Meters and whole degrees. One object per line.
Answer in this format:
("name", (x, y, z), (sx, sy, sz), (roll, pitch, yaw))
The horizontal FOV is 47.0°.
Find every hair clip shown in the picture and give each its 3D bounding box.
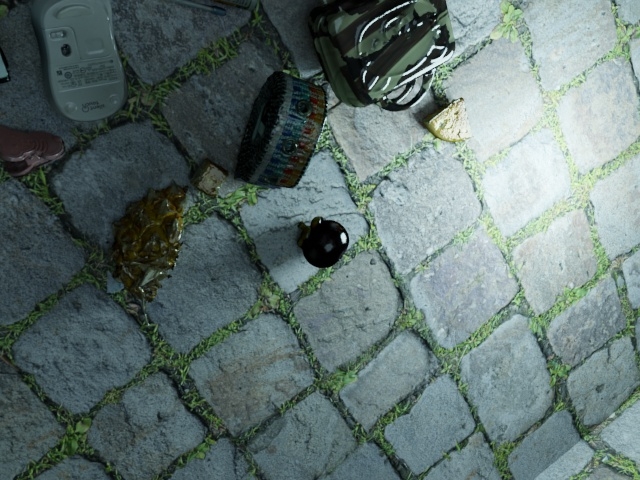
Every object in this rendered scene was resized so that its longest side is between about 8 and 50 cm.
("hair clip", (-0.644, -0.209, 1.623), (0.138, 0.123, 0.102), (-25, 145, -10))

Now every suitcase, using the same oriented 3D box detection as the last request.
("suitcase", (0.159, -0.490, 1.848), (0.351, 0.194, 0.339), (-31, 125, -11))

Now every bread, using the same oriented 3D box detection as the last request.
("bread", (-0.276, -0.156, 1.832), (0.070, 0.076, 0.083), (34, 92, -19))

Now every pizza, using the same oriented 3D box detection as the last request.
("pizza", (0.367, -0.343, 2.080), (0.178, 0.041, 0.131), (-1, 111, -24))

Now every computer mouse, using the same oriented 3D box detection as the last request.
("computer mouse", (-0.527, -0.410, 1.598), (0.184, 0.121, 0.297), (-21, 129, -19))

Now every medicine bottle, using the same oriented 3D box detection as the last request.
("medicine bottle", (-0.259, -0.572, 1.700), (0.220, 0.061, 0.092), (7, 124, -26))

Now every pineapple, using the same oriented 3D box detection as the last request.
("pineapple", (-0.425, 0.016, 1.773), (0.161, 0.158, 0.335), (20, 99, -29))

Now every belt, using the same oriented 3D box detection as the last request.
("belt", (-0.085, -0.254, 1.807), (0.160, 0.207, 0.295), (13, 104, -26))

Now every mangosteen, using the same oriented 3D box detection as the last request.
("mangosteen", (0.000, 0.000, 1.995), (0.151, 0.137, 0.137), (36, 91, 4))

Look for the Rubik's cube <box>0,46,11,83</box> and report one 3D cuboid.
("Rubik's cube", (-0.733, -0.393, 1.471), (0.167, 0.180, 0.183), (-21, 118, -16))
